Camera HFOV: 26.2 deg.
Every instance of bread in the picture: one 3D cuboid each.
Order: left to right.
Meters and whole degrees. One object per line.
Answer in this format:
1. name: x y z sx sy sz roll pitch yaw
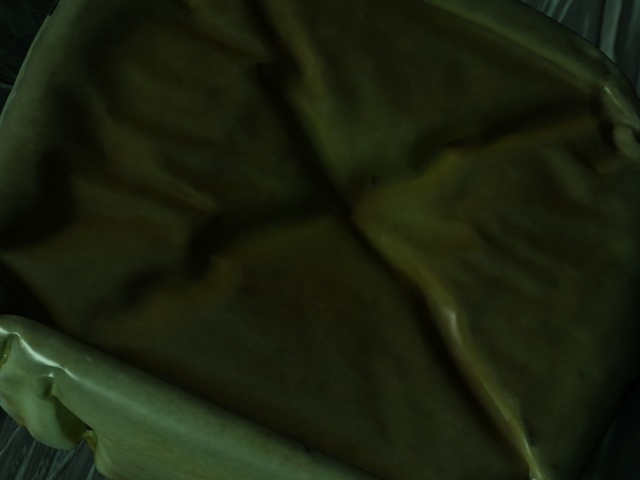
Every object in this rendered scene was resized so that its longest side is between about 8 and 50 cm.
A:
1. bread: -0.002 0.000 0.452 0.110 0.210 0.192 135 155 -65
